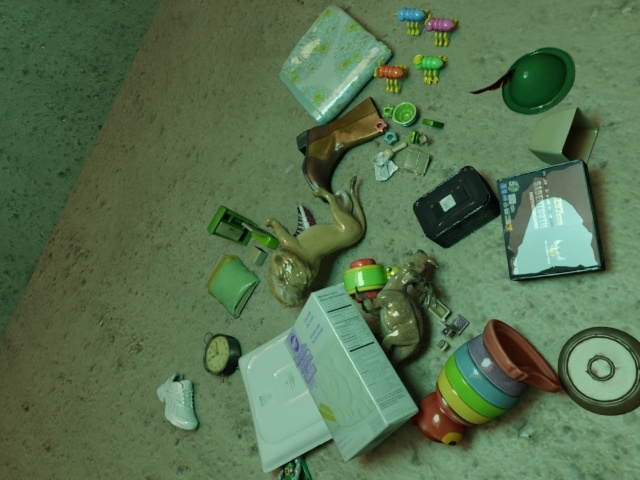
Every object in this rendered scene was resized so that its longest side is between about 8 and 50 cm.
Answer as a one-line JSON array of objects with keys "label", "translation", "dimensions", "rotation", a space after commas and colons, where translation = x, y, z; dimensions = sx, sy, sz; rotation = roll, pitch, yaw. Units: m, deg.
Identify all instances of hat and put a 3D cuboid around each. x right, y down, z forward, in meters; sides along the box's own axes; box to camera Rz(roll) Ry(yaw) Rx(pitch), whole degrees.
[{"label": "hat", "translation": [0.477, -0.407, 1.205], "dimensions": [0.172, 0.183, 0.209], "rotation": [1, 73, 40]}]

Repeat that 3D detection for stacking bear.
[{"label": "stacking bear", "translation": [0.314, 0.317, 1.075], "dimensions": [0.289, 0.175, 0.164], "rotation": [-52, 33, 23]}]

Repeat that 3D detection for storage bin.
[{"label": "storage bin", "translation": [0.333, -0.080, 1.264], "dimensions": [0.180, 0.084, 0.122], "rotation": [-36, 53, 24]}]

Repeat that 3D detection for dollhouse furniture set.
[{"label": "dollhouse furniture set", "translation": [0.267, 0.185, 1.213], "dimensions": [0.091, 0.081, 0.114], "rotation": [-53, 47, 10]}, {"label": "dollhouse furniture set", "translation": [0.285, -0.256, 1.419], "dimensions": [0.076, 0.058, 0.152], "rotation": [25, 109, 36]}, {"label": "dollhouse furniture set", "translation": [-0.302, 0.073, 1.698], "dimensions": [0.197, 0.151, 0.302], "rotation": [35, 97, 43]}]

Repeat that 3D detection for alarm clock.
[{"label": "alarm clock", "translation": [-0.325, 0.358, 1.662], "dimensions": [0.192, 0.064, 0.129], "rotation": [37, 98, 41]}]

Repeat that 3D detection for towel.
[{"label": "towel", "translation": [0.031, -0.595, 1.731], "dimensions": [0.320, 0.090, 0.375], "rotation": [-47, 49, 17]}]

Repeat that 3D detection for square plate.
[{"label": "square plate", "translation": [-0.069, 0.390, 1.402], "dimensions": [0.343, 0.049, 0.348], "rotation": [-33, 52, 14]}]

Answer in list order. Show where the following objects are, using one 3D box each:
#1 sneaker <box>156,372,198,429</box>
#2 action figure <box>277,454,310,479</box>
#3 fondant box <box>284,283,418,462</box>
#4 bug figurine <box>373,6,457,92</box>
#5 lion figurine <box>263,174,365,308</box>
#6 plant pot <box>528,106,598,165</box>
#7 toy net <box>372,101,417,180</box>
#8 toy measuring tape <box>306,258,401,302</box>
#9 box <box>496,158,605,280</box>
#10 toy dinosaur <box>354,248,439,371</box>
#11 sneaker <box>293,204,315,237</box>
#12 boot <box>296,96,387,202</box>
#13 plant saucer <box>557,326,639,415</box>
[{"label": "sneaker", "translation": [-0.458, 0.520, 1.695], "dimensions": [0.232, 0.090, 0.115], "rotation": [39, 95, 42]}, {"label": "action figure", "translation": [-0.072, 0.629, 1.340], "dimensions": [0.137, 0.063, 0.232], "rotation": [-35, 50, 29]}, {"label": "fondant box", "translation": [0.054, 0.305, 1.191], "dimensions": [0.330, 0.096, 0.238], "rotation": [59, 143, 27]}, {"label": "bug figurine", "translation": [0.277, -0.573, 1.504], "dimensions": [0.216, 0.072, 0.279], "rotation": [15, 83, 33]}, {"label": "lion figurine", "translation": [0.000, 0.000, 1.449], "dimensions": [0.392, 0.142, 0.240], "rotation": [-35, 67, -2]}, {"label": "plant pot", "translation": [0.531, -0.222, 1.144], "dimensions": [0.096, 0.109, 0.109], "rotation": [17, 84, 53]}, {"label": "toy net", "translation": [0.191, -0.287, 1.478], "dimensions": [0.122, 0.045, 0.233], "rotation": [19, 84, 25]}, {"label": "toy measuring tape", "translation": [0.067, 0.122, 1.382], "dimensions": [0.329, 0.121, 0.122], "rotation": [-18, 62, 33]}, {"label": "box", "translation": [0.488, -0.038, 1.105], "dimensions": [0.183, 0.059, 0.233], "rotation": [-11, 77, 36]}, {"label": "toy dinosaur", "translation": [0.197, 0.180, 1.223], "dimensions": [0.200, 0.127, 0.296], "rotation": [-9, 92, 9]}, {"label": "sneaker", "translation": [-0.054, -0.032, 1.589], "dimensions": [0.074, 0.063, 0.171], "rotation": [-30, 60, 21]}, {"label": "boot", "translation": [0.080, -0.275, 1.585], "dimensions": [0.280, 0.096, 0.264], "rotation": [-23, 58, 18]}, {"label": "plant saucer", "translation": [0.541, 0.247, 0.990], "dimensions": [0.168, 0.029, 0.169], "rotation": [-18, 62, 36]}]
